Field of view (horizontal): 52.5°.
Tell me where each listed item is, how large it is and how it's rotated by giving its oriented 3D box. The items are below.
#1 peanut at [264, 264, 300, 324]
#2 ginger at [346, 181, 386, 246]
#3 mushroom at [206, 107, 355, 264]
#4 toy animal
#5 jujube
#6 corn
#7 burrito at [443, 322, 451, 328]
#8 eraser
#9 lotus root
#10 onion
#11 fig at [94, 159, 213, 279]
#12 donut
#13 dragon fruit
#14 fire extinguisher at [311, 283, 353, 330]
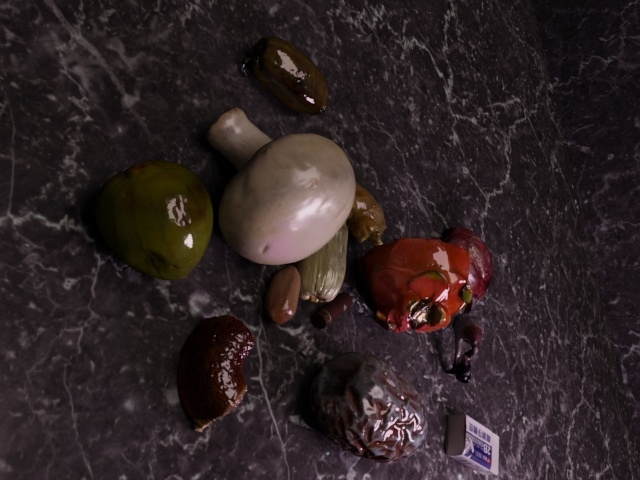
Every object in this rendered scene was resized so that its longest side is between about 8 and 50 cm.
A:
[{"bbox_3d":[-0.084,0.121,1.465,0.076,0.076,0.152,40,47,-34],"label":"peanut"},{"bbox_3d":[0.108,-0.069,1.721,0.216,0.102,0.157,56,20,2],"label":"ginger"},{"bbox_3d":[-0.084,-0.110,1.378,0.356,0.315,0.315,57,42,-26],"label":"mushroom"},{"bbox_3d":[0.440,0.266,1.964,0.090,0.195,0.324,19,51,-1],"label":"toy animal"},{"bbox_3d":[0.119,0.395,1.512,0.317,0.226,0.226,45,47,-37],"label":"jujube"},{"bbox_3d":[0.000,-0.002,1.569,0.122,0.123,0.305,24,59,-42],"label":"corn"},{"bbox_3d":[0.325,0.227,1.921,0.203,0.064,0.064,15,66,-45],"label":"burrito"},{"bbox_3d":[0.458,0.610,1.935,0.210,0.068,0.124,37,49,-36],"label":"eraser"},{"bbox_3d":[-0.077,-0.409,1.619,0.241,0.124,0.123,36,63,-36],"label":"lotus root"},{"bbox_3d":[0.501,0.087,2.129,0.283,0.120,0.227,49,50,-27],"label":"onion"},{"bbox_3d":[-0.288,-0.032,1.181,0.207,0.207,0.230,-40,107,-48],"label":"fig"},{"bbox_3d":[-0.202,0.251,1.253,0.144,0.126,0.186,50,45,-16],"label":"donut"},{"bbox_3d":[0.250,0.135,1.697,0.305,0.305,0.226,20,63,-45],"label":"dragon fruit"},{"bbox_3d":[0.038,0.167,1.617,0.158,0.043,0.064,-32,132,-49],"label":"fire extinguisher"}]
